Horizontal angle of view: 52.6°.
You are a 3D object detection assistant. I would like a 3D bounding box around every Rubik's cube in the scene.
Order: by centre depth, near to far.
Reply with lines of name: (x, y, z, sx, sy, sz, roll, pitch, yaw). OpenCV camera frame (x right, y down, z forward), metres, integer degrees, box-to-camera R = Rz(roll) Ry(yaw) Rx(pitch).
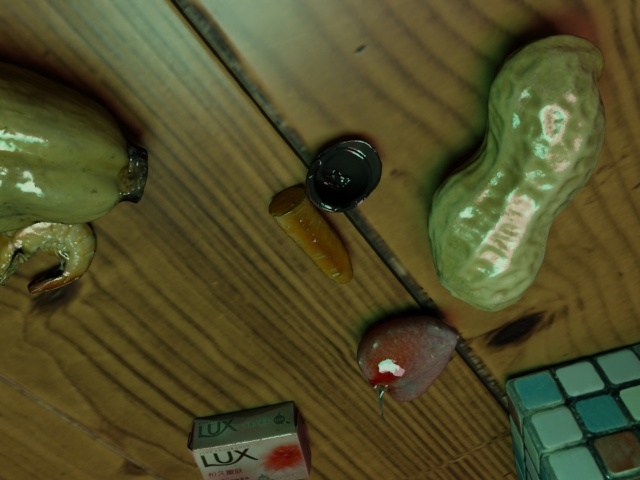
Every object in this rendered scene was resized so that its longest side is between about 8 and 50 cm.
Rubik's cube: (0.419, 0.326, 0.874, 0.253, 0.259, 0.256, -15, 126, 4)

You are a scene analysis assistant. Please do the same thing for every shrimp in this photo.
shrimp: (-0.312, 0.023, 0.695, 0.162, 0.045, 0.095, -35, 144, 11)

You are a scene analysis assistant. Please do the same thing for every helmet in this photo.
helmet: (0.020, -0.063, 0.665, 0.084, 0.049, 0.065, -36, 93, -14)

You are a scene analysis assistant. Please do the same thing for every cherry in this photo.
cherry: (0.105, 0.147, 0.807, 0.126, 0.087, 0.106, -25, 120, -12)

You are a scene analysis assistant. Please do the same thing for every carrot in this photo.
carrot: (0.000, 0.000, 0.713, 0.048, 0.048, 0.139, -30, 127, 14)

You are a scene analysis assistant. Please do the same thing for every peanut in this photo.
peanut: (0.190, -0.059, 0.650, 0.136, 0.120, 0.298, 6, 122, -18)

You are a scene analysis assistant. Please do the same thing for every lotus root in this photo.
lotus root: (-0.284, -0.075, 0.561, 0.256, 0.140, 0.155, 9, 111, -26)

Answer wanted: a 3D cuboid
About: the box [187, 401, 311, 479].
box: (-0.094, 0.289, 0.900, 0.156, 0.060, 0.111, -12, 125, 0)
